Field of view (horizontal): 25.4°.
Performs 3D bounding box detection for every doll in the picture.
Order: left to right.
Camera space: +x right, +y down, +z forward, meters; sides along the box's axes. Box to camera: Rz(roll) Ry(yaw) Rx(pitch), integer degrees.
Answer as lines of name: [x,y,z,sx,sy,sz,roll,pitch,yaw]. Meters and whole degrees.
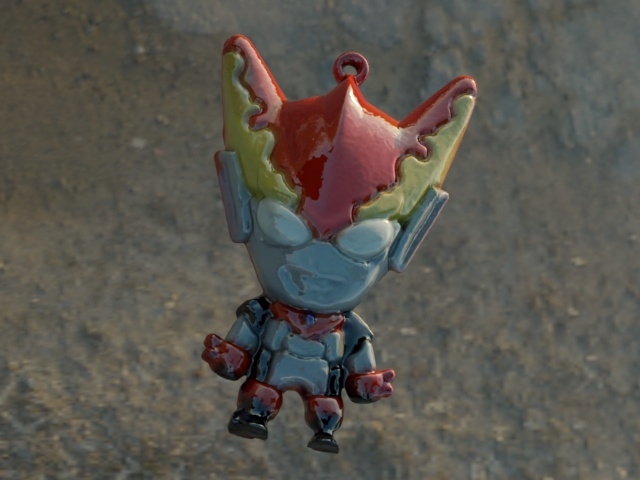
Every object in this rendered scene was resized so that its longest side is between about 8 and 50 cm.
doll: [0.000,0.000,0.574,0.109,0.057,0.169,10,75,0]
